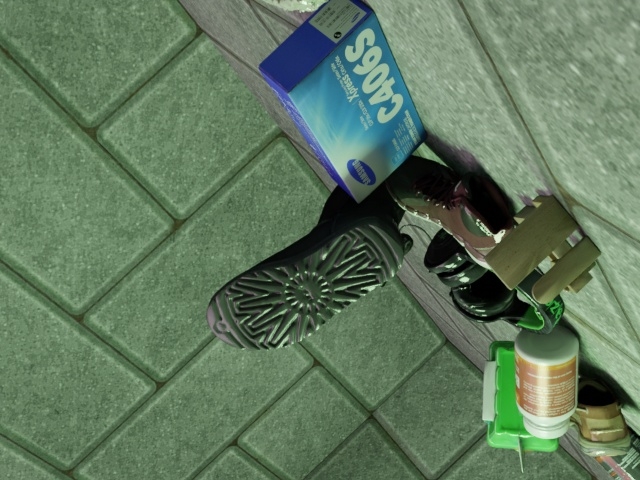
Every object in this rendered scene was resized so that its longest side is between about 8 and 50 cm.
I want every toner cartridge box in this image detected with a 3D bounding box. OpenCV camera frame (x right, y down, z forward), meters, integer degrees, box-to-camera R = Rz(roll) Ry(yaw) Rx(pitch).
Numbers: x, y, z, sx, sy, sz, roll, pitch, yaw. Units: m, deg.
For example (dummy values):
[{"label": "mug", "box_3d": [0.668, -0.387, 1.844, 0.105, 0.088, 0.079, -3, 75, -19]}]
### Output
[{"label": "toner cartridge box", "box_3d": [0.046, -0.204, 1.388, 0.075, 0.165, 0.348, 46, 178, 30]}]

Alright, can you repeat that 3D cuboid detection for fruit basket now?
[{"label": "fruit basket", "box_3d": [0.447, 0.355, 2.078, 0.165, 0.327, 0.353, 2, 168, 9]}]

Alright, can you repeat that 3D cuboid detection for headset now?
[{"label": "headset", "box_3d": [0.269, 0.076, 1.746, 0.394, 0.185, 0.243, 28, 164, 46]}]

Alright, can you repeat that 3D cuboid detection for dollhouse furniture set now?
[{"label": "dollhouse furniture set", "box_3d": [0.294, 0.028, 1.278, 0.144, 0.123, 0.151, 48, 177, -9]}]

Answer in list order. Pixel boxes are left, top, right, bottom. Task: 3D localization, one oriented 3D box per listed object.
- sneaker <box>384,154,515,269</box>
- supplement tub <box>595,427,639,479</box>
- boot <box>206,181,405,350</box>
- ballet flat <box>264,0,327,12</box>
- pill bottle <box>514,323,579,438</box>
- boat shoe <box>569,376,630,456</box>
[{"label": "sneaker", "box_3d": [0.211, -0.083, 1.469, 0.281, 0.106, 0.162, 38, 165, 25]}, {"label": "supplement tub", "box_3d": [0.715, 0.520, 2.042, 0.198, 0.106, 0.106, 47, 178, 17]}, {"label": "boot", "box_3d": [0.002, -0.001, 1.683, 0.146, 0.367, 0.445, 60, -163, -18]}, {"label": "ballet flat", "box_3d": [-0.034, -0.360, 1.113, 0.147, 0.147, 0.409, 49, 180, -35]}, {"label": "pill bottle", "box_3d": [0.443, 0.279, 1.804, 0.121, 0.121, 0.216, 44, 148, 53]}, {"label": "boat shoe", "box_3d": [0.566, 0.339, 1.906, 0.324, 0.123, 0.117, -85, -13, -82]}]
